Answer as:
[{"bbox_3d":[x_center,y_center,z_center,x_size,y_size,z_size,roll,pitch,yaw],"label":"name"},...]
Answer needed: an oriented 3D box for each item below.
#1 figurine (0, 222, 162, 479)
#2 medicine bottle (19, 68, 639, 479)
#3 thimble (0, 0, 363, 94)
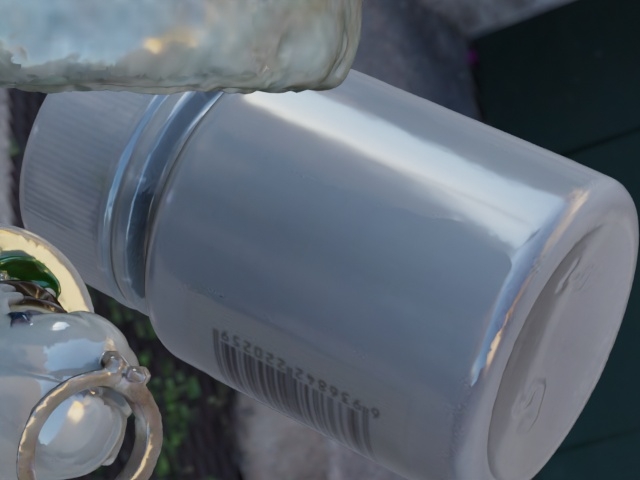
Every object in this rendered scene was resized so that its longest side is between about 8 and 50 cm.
[{"bbox_3d":[-0.128,0.070,0.828,0.132,0.153,0.132,-9,108,-31],"label":"figurine"},{"bbox_3d":[0.000,0.000,1.145,0.208,0.339,0.208,-42,146,-38],"label":"medicine bottle"},{"bbox_3d":[-0.124,-0.161,0.791,0.291,0.291,0.195,-9,104,-64],"label":"thimble"}]
